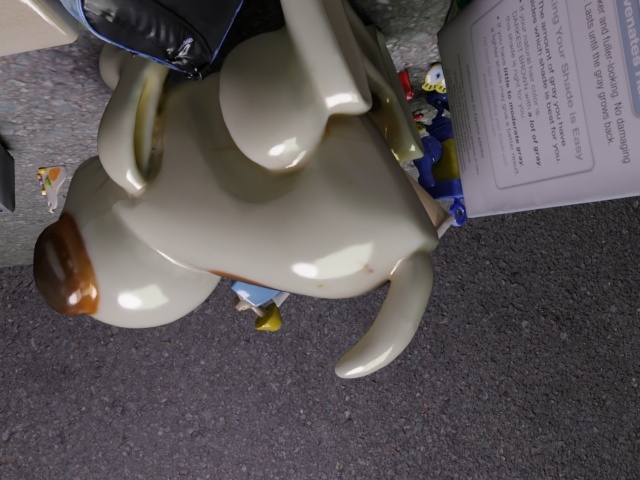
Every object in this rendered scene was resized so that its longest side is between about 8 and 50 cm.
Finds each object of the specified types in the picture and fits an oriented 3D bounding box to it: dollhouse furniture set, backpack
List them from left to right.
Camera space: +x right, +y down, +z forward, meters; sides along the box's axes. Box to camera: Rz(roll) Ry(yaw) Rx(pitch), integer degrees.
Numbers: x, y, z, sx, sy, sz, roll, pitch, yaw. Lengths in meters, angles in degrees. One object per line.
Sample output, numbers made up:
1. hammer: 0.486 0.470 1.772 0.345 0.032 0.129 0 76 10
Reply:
1. backpack: -0.113 -0.175 0.326 0.105 0.084 0.114 -52 160 22
2. dollhouse furniture set: 0.000 0.000 0.808 0.303 0.198 0.286 -49 -162 -1

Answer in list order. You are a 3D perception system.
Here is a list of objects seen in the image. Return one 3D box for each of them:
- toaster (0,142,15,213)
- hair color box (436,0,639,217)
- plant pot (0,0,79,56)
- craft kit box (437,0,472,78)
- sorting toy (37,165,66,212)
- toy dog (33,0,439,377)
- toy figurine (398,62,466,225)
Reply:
1. toaster: -0.531 -0.097 0.698 0.168 0.110 0.185 -6 174 -21
2. hair color box: 0.221 -0.126 0.320 0.113 0.186 0.374 -10 -179 -14
3. plant pot: -0.225 -0.186 0.306 0.109 0.109 0.096 -8 165 7
4. craft kit box: 0.263 -0.254 0.508 0.246 0.061 0.250 -11 174 3
5. sorting toy: -0.501 -0.092 0.942 0.044 0.075 0.083 -4 173 -32
6. toy dog: -0.099 -0.040 0.547 0.407 0.396 0.284 -19 179 22
7. toy figurine: 0.212 -0.127 0.848 0.191 0.217 0.362 -13 171 43
